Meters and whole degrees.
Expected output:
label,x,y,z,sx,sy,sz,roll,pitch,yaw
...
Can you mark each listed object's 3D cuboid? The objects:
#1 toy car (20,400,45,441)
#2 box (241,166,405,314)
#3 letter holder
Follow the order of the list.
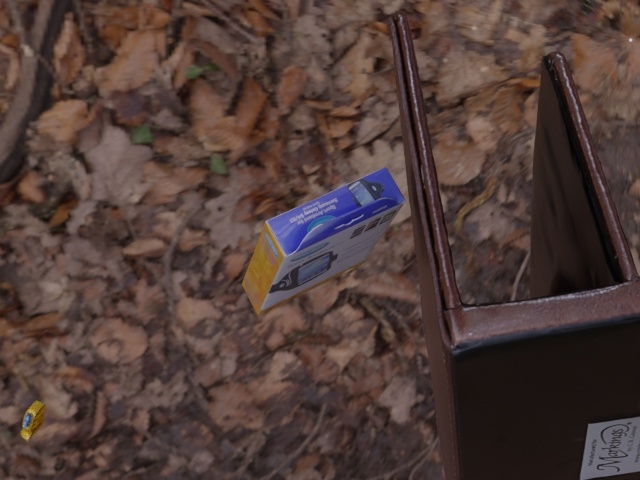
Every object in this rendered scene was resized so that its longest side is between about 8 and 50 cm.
label,x,y,z,sx,sy,sz,roll,pitch,yaw
toy car,-0.261,0.136,0.831,0.060,0.122,0.041,38,134,18
box,0.000,0.000,0.689,0.081,0.136,0.028,-25,75,-19
letter holder,0.129,0.034,0.613,0.152,0.302,0.214,-10,53,2
